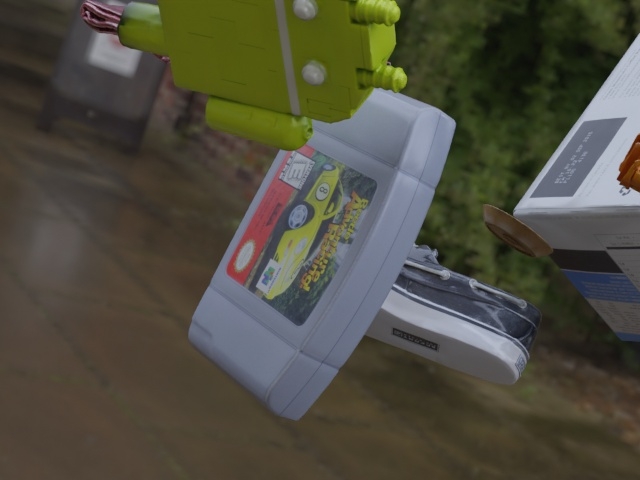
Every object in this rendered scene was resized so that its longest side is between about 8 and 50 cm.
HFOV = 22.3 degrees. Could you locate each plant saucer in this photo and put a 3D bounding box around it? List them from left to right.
[{"bbox_3d":[0.191,-0.006,1.600,0.083,0.015,0.083,35,-6,4],"label":"plant saucer"}]

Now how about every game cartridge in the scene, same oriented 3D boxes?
[{"bbox_3d":[0.000,0.000,1.420,0.060,0.294,0.196,26,2,-37],"label":"game cartridge"}]

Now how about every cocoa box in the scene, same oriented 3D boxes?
[{"bbox_3d":[0.429,-0.080,1.768,0.228,0.347,0.231,47,-23,-24],"label":"cocoa box"}]

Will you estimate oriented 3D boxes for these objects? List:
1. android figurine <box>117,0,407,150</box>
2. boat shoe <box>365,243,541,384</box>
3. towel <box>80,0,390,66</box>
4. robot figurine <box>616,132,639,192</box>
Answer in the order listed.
[{"bbox_3d":[-0.052,-0.183,1.309,0.273,0.248,0.056,18,46,25],"label":"android figurine"},{"bbox_3d":[0.094,0.051,1.763,0.301,0.102,0.108,22,-25,10],"label":"boat shoe"},{"bbox_3d":[-0.106,-0.245,2.019,0.329,0.037,0.237,3,16,-33],"label":"towel"},{"bbox_3d":[0.406,-0.048,1.335,0.291,0.211,0.085,25,24,4],"label":"robot figurine"}]
